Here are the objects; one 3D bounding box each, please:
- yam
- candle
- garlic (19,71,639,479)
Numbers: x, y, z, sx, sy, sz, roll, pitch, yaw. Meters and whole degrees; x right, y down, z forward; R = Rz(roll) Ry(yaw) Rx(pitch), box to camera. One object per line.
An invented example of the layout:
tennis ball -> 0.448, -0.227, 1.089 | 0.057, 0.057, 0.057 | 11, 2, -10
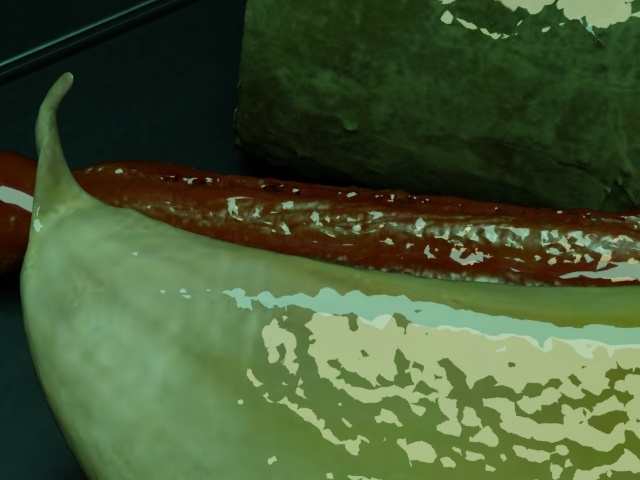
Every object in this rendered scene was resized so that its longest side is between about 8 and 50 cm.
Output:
yam -> 0.110, -0.078, 0.637 | 0.304, 0.168, 0.168 | 13, 52, 5
candle -> 0.000, 0.000, 0.603 | 0.329, 0.048, 0.051 | 6, 59, 15
garlic -> 0.020, 0.050, 0.525 | 0.245, 0.164, 0.145 | 14, 29, 4
